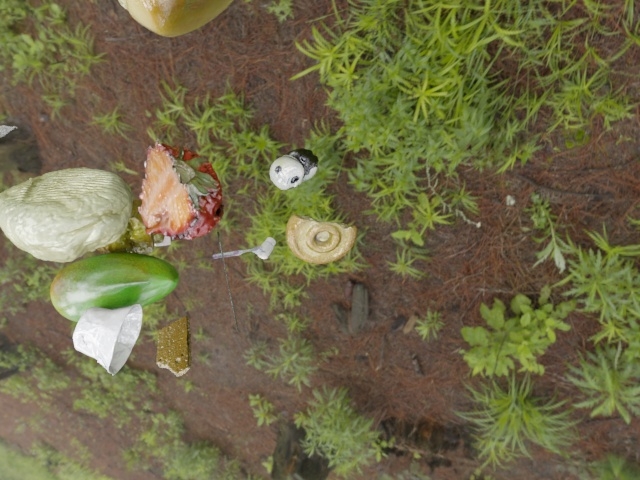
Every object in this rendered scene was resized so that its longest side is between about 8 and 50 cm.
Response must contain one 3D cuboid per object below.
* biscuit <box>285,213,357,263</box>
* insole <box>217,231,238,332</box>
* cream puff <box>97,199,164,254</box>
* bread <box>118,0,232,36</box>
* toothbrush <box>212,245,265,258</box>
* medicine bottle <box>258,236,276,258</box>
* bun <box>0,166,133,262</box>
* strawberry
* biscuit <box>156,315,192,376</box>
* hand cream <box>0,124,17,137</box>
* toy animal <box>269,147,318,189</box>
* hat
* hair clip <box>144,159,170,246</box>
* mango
[{"bbox_3d":[0.000,0.001,1.800,0.274,0.091,0.213,3,124,-12],"label":"biscuit"},{"bbox_3d":[-0.304,0.141,1.530,0.119,0.009,0.349,-150,50,-75],"label":"insole"},{"bbox_3d":[-0.625,-0.041,1.512,0.244,0.244,0.196,16,143,23],"label":"cream puff"},{"bbox_3d":[-0.383,-0.745,1.258,0.253,0.376,0.348,45,156,12],"label":"bread"},{"bbox_3d":[-0.319,0.051,1.774,0.354,0.024,0.029,-9,134,49],"label":"toothbrush"},{"bbox_3d":[-0.228,0.032,1.958,0.052,0.089,0.052,19,144,15],"label":"medicine bottle"},{"bbox_3d":[-0.433,-0.039,0.810,0.220,0.220,0.134,15,123,24],"label":"bun"},{"bbox_3d":[-0.354,-0.103,1.229,0.253,0.150,0.280,47,130,23],"label":"strawberry"},{"bbox_3d":[-0.494,0.369,1.564,0.131,0.237,0.026,-30,131,7],"label":"biscuit"},{"bbox_3d":[-1.097,-0.341,1.460,0.256,0.084,0.050,-2,125,10],"label":"hand cream"},{"bbox_3d":[-0.108,-0.261,1.753,0.138,0.179,0.166,43,146,3],"label":"toy animal"},{"bbox_3d":[-0.578,0.249,1.250,0.126,0.203,0.203,19,132,-2],"label":"hat"},{"bbox_3d":[-0.625,-0.145,1.780,0.101,0.085,0.331,8,104,58],"label":"hair clip"},{"bbox_3d":[-0.612,0.134,1.385,0.381,0.225,0.201,-9,80,2],"label":"mango"}]
